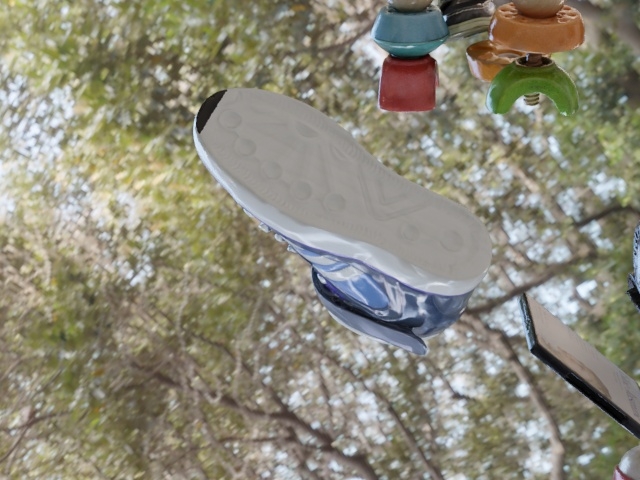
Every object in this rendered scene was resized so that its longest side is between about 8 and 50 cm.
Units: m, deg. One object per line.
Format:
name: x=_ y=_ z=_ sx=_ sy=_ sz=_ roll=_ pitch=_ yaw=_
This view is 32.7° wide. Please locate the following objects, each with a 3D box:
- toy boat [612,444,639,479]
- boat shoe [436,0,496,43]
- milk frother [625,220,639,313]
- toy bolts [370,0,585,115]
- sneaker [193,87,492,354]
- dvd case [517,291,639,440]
toy boat: x=0.387 y=0.311 z=1.092 sx=0.151 sy=0.231 sz=0.151 roll=14 pitch=-82 yaw=-24
boat shoe: x=0.171 y=-0.282 z=1.311 sx=0.223 sy=0.080 sz=0.073 roll=-50 pitch=-53 yaw=-71
milk frother: x=0.428 y=0.038 z=1.254 sx=0.134 sy=0.143 sz=0.129 roll=-1 pitch=-88 yaw=4
toy bolts: x=0.170 y=-0.244 z=1.220 sx=0.228 sy=0.159 sz=0.218 roll=0 pitch=-153 yaw=4
sneaker: x=0.001 y=0.000 z=1.115 sx=0.322 sy=0.236 sz=0.130 roll=28 pitch=-119 yaw=-1
dvd case: x=0.406 y=0.195 z=1.663 sx=0.253 sy=0.022 sz=0.180 roll=38 pitch=-161 yaw=-11
